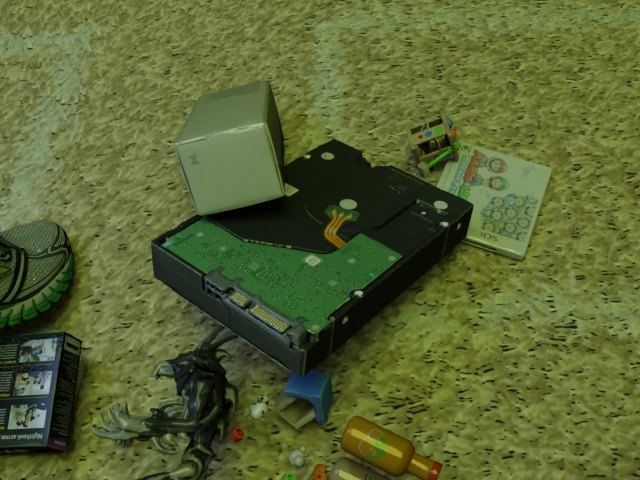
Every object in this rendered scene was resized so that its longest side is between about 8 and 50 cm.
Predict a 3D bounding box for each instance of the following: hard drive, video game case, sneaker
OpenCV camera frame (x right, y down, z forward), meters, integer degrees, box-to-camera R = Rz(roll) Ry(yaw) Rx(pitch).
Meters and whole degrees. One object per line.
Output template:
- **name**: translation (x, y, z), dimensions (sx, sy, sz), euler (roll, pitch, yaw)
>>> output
- **hard drive**: translation (0.000, 0.000, 0.885), dimensions (0.237, 0.064, 0.339), euler (28, 42, 27)
- **video game case**: translation (0.232, -0.059, 1.009), dimensions (0.143, 0.019, 0.157), euler (19, 61, 14)
- **sneaker**: translation (-0.421, 0.039, 0.851), dimensions (0.134, 0.146, 0.343), euler (10, 22, 19)

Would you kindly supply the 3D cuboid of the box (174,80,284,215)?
- **box**: translation (-0.108, -0.130, 0.941), dimensions (0.113, 0.094, 0.275), euler (-13, 23, 3)

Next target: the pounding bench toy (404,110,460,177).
- **pounding bench toy**: translation (0.163, -0.129, 1.019), dimensions (0.065, 0.052, 0.083), euler (-19, 48, 12)

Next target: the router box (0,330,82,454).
- **router box**: translation (-0.378, 0.181, 0.853), dimensions (0.179, 0.046, 0.133), euler (-5, 65, 12)

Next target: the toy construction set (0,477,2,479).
- **toy construction set**: translation (-0.407, 0.334, 0.640), dimensions (0.309, 0.237, 0.257), euler (7, 90, 17)

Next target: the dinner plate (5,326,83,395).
- **dinner plate**: translation (-0.367, 0.169, 0.902), dimensions (0.141, 0.017, 0.141), euler (-2, 57, 3)

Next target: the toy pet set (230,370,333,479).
- **toy pet set**: translation (-0.019, 0.205, 0.809), dimensions (0.122, 0.065, 0.114), euler (43, 33, -8)

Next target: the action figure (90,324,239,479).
- **action figure**: translation (-0.169, 0.214, 0.783), dimensions (0.141, 0.164, 0.275), euler (10, 65, 3)

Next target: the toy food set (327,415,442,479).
- **toy food set**: translation (0.031, 0.310, 0.736), dimensions (0.105, 0.111, 0.232), euler (22, 63, 16)
